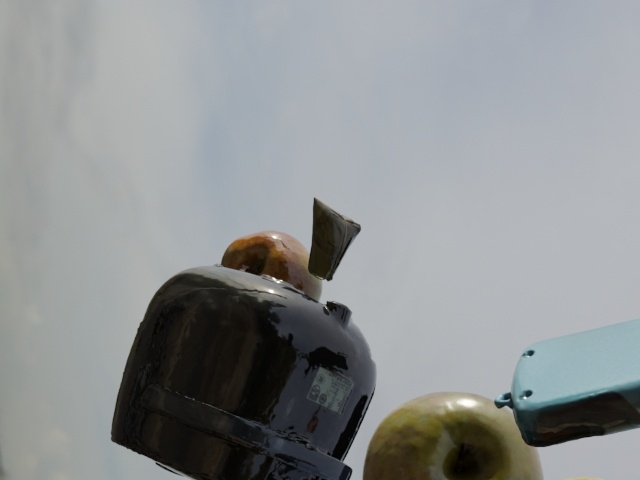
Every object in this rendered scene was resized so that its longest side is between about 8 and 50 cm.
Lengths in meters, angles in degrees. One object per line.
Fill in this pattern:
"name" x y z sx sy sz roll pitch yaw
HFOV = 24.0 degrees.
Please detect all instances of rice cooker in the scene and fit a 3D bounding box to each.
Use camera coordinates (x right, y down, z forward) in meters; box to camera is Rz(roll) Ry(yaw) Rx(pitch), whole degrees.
"rice cooker" -0.075 0.155 1.580 0.224 0.267 0.267 -67 -170 -10

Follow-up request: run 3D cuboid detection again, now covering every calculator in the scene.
"calculator" 0.305 0.123 1.421 0.173 0.293 0.051 -67 140 -67

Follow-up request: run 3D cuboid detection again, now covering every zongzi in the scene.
"zongzi" 0.000 0.000 1.647 0.040 0.083 0.076 26 -93 37

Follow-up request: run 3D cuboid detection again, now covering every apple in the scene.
"apple" -0.061 0.046 1.811 0.102 0.126 0.126 67 3 -57
"apple" 0.183 0.344 2.132 0.234 0.257 0.256 107 -31 -61

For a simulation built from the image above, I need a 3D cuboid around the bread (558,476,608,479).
"bread" 0.287 0.442 1.839 0.333 0.160 0.333 -29 -136 33
